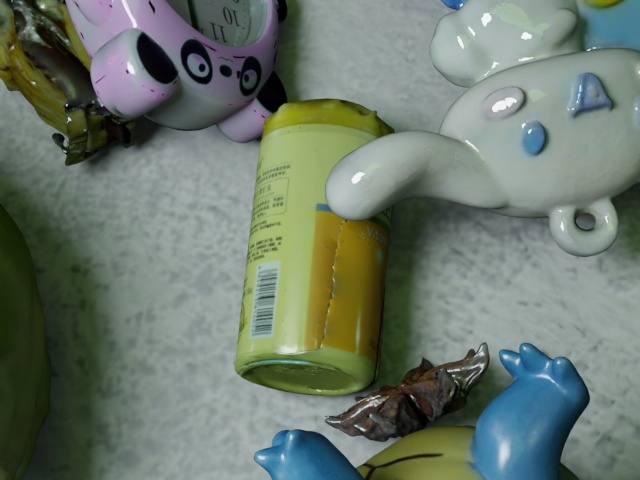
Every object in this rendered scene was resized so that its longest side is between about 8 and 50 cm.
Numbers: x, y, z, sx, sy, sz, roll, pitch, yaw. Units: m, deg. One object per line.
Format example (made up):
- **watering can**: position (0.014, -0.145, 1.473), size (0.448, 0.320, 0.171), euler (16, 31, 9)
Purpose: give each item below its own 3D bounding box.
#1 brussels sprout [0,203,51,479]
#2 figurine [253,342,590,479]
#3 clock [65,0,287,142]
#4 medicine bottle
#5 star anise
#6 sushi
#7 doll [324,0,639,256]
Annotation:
- **brussels sprout**: position (-0.398, 0.040, 0.759), size (0.342, 0.425, 0.361), euler (-28, 49, 9)
- **figurine**: position (0.072, 0.213, 0.714), size (0.416, 0.298, 0.243), euler (-3, 70, -7)
- **clock**: position (-0.123, -0.213, 0.914), size (0.090, 0.227, 0.248), euler (-25, 70, 36)
- **medicine bottle**: position (0.000, 0.000, 0.871), size (0.124, 0.124, 0.239), euler (4, 71, 8)
- **star anise**: position (0.074, 0.121, 0.824), size (0.141, 0.141, 0.042), euler (-29, 89, -3)
- **sushi**: position (-0.240, -0.201, 0.978), size (0.131, 0.139, 0.291), euler (-21, 70, -21)
- **doll**: position (0.193, -0.167, 0.853), size (0.376, 0.187, 0.365), euler (6, 73, -30)
